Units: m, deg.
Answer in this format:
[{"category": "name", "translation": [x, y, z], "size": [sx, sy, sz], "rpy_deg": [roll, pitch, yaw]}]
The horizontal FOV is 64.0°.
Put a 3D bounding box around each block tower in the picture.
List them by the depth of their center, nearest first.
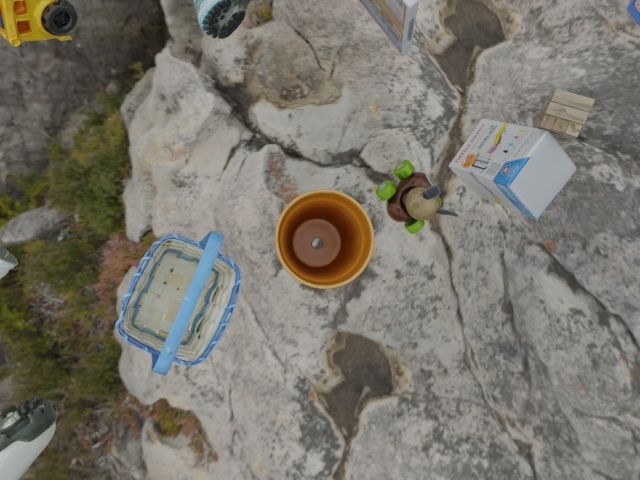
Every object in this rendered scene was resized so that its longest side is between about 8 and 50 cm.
[{"category": "block tower", "translation": [0.616, -0.314, 1.330], "size": [0.097, 0.335, 0.090], "rpy_deg": [23, 103, 15]}]

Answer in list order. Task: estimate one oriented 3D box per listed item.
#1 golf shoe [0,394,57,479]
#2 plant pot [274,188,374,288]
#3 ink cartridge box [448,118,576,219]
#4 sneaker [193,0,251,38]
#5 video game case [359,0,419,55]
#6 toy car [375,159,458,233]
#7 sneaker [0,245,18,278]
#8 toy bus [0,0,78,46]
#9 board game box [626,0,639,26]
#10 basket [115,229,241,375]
[{"category": "golf shoe", "translation": [-0.321, 0.256, 0.425], "size": [0.105, 0.273, 0.120], "rpy_deg": [-7, 125, 54]}, {"category": "plant pot", "translation": [0.000, 0.000, 1.136], "size": [0.205, 0.188, 0.204], "rpy_deg": [0, 88, -6]}, {"category": "ink cartridge box", "translation": [0.502, -0.196, 1.361], "size": [0.168, 0.233, 0.171], "rpy_deg": [35, 92, -32]}, {"category": "sneaker", "translation": [-0.185, -0.606, 1.175], "size": [0.283, 0.110, 0.122], "rpy_deg": [-38, 63, 9]}, {"category": "video game case", "translation": [0.112, -0.482, 0.990], "size": [0.025, 0.285, 0.204], "rpy_deg": [-38, 89, 8]}, {"category": "toy car", "translation": [0.259, -0.105, 1.271], "size": [0.155, 0.188, 0.149], "rpy_deg": [45, 77, -22]}, {"category": "sneaker", "translation": [-0.469, 0.019, 0.647], "size": [0.061, 0.152, 0.054], "rpy_deg": [-48, 52, -1]}, {"category": "toy bus", "translation": [-0.636, -0.518, 1.046], "size": [0.149, 0.211, 0.220], "rpy_deg": [43, 140, 17]}, {"category": "board game box", "translation": [0.454, -0.237, 0.509], "size": [0.210, 0.047, 0.160], "rpy_deg": [-29, 79, 8]}, {"category": "basket", "translation": [-0.260, 0.107, 0.974], "size": [0.201, 0.289, 0.254], "rpy_deg": [25, 80, -13]}]
